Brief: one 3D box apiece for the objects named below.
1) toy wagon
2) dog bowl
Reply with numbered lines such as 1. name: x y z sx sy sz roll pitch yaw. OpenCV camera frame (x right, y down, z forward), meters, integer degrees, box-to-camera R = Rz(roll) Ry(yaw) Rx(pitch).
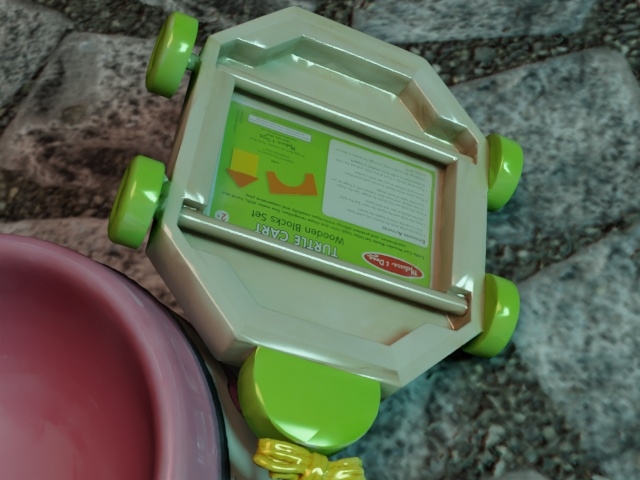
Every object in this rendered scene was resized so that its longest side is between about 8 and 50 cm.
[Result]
1. toy wagon: 0.000 0.000 0.648 0.267 0.068 0.345 18 57 -16
2. dog bowl: -0.223 0.173 0.603 0.407 0.150 0.408 -6 55 8
